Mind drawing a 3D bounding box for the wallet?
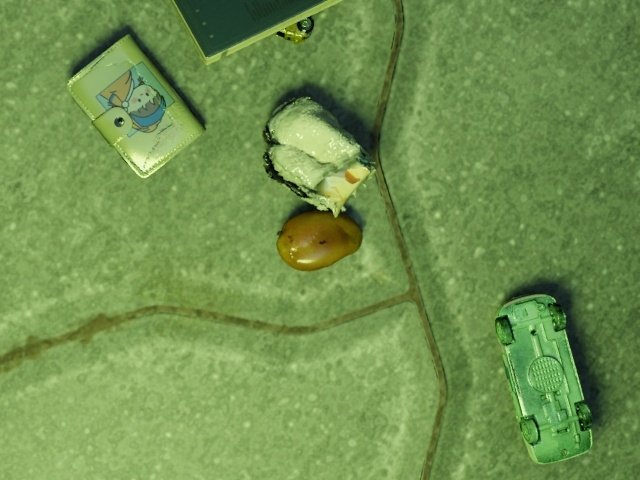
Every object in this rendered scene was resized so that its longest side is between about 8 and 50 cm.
[{"bbox_3d":[-0.232,-0.166,1.471,0.110,0.039,0.155,-40,98,-7],"label":"wallet"}]

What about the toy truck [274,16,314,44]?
[{"bbox_3d":[-0.031,-0.294,1.498,0.054,0.049,0.083,13,88,-4],"label":"toy truck"}]

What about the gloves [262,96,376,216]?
[{"bbox_3d":[-0.010,-0.107,1.499,0.153,0.070,0.114,43,93,4],"label":"gloves"}]

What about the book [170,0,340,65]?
[{"bbox_3d":[-0.067,-0.356,1.470,0.269,0.025,0.191,-28,77,-8],"label":"book"}]

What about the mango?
[{"bbox_3d":[0.000,0.000,1.513,0.114,0.060,0.080,-6,75,-10],"label":"mango"}]

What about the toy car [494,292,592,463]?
[{"bbox_3d":[0.293,0.182,1.570,0.090,0.076,0.224,-14,88,-8],"label":"toy car"}]
